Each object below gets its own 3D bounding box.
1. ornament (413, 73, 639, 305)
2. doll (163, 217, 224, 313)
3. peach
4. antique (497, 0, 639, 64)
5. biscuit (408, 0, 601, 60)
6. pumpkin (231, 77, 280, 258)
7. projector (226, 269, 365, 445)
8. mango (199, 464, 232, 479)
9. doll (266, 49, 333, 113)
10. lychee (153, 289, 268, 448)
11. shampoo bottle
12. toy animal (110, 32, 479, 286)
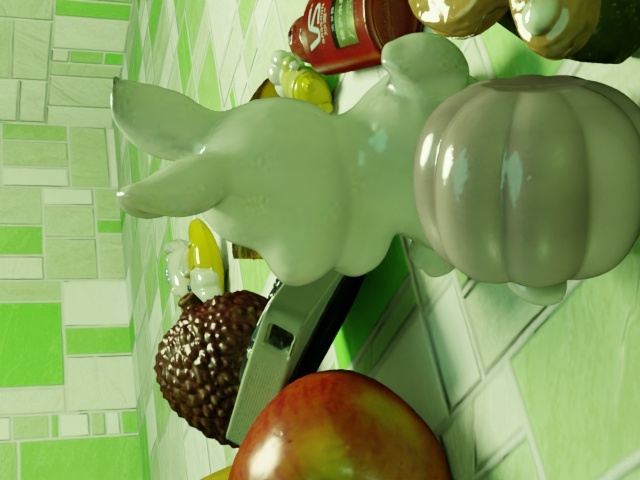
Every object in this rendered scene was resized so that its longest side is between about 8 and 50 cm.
[{"bbox_3d":[0.158,-0.038,0.731,0.177,0.178,0.177,180,90,-71],"label":"ornament"},{"bbox_3d":[-0.267,0.075,2.067,0.237,0.111,0.252,124,133,-61],"label":"doll"},{"bbox_3d":[0.019,0.273,1.039,0.281,0.238,0.281,166,90,-87],"label":"peach"},{"bbox_3d":[0.183,-0.213,0.799,0.221,0.081,0.080,-121,35,-55],"label":"antique"},{"bbox_3d":[0.174,-0.237,0.684,0.340,0.047,0.216,-9,70,51],"label":"biscuit"},{"bbox_3d":[-0.095,-0.089,1.590,0.258,0.095,0.290,-103,26,-44],"label":"pumpkin"},{"bbox_3d":[-0.021,0.093,1.195,0.259,0.079,0.257,-52,-14,-46],"label":"projector"},{"bbox_3d":[-0.080,0.528,1.341,0.300,0.232,0.445,148,113,-63],"label":"mango"},{"bbox_3d":[-0.029,-0.228,1.437,0.106,0.062,0.162,63,173,-31],"label":"doll"},{"bbox_3d":[-0.133,0.197,1.513,0.271,0.236,0.236,64,161,-5],"label":"lychee"},{"bbox_3d":[0.035,-0.271,1.237,0.314,0.076,0.118,-164,67,-71],"label":"shampoo bottle"},{"bbox_3d":[-0.015,-0.085,0.967,0.196,0.368,0.241,-106,13,-47],"label":"toy animal"}]
